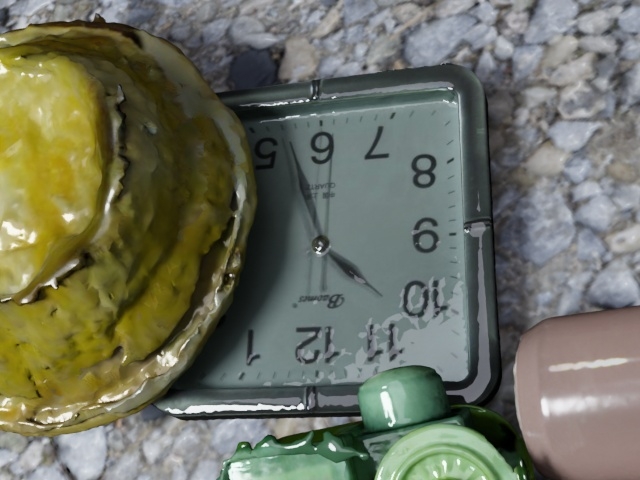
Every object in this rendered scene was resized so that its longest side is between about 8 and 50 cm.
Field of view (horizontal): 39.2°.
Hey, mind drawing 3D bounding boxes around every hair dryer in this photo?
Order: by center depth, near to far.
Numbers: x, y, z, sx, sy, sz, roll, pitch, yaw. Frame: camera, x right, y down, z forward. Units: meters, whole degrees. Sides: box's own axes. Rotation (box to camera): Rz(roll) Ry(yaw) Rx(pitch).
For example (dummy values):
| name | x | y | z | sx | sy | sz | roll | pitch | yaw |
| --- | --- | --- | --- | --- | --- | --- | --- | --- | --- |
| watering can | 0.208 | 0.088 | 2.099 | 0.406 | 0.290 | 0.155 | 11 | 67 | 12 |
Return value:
| name | x | y | z | sx | sy | sz | roll | pitch | yaw |
| --- | --- | --- | --- | --- | --- | --- | --- | --- | --- |
| hair dryer | 0.207 | 0.193 | 0.460 | 0.189 | 0.107 | 0.344 | -11 | 62 | 25 |

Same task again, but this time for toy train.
| name | x | y | z | sx | sy | sz | roll | pitch | yaw |
| --- | --- | --- | --- | --- | --- | --- | --- | --- | --- |
| toy train | 0.052 | 0.218 | 0.554 | 0.188 | 0.159 | 0.272 | -15 | 82 | 11 |

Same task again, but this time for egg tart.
| name | x | y | z | sx | sy | sz | roll | pitch | yaw |
| --- | --- | --- | --- | --- | --- | --- | --- | --- | --- |
| egg tart | -0.219 | -0.032 | 0.674 | 0.345 | 0.132 | 0.345 | -3 | 72 | 11 |

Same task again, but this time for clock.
| name | x | y | z | sx | sy | sz | roll | pitch | yaw |
| --- | --- | --- | --- | --- | --- | --- | --- | --- | --- |
| clock | 0.000 | 0.000 | 0.710 | 0.273 | 0.049 | 0.279 | -4 | 71 | 15 |
